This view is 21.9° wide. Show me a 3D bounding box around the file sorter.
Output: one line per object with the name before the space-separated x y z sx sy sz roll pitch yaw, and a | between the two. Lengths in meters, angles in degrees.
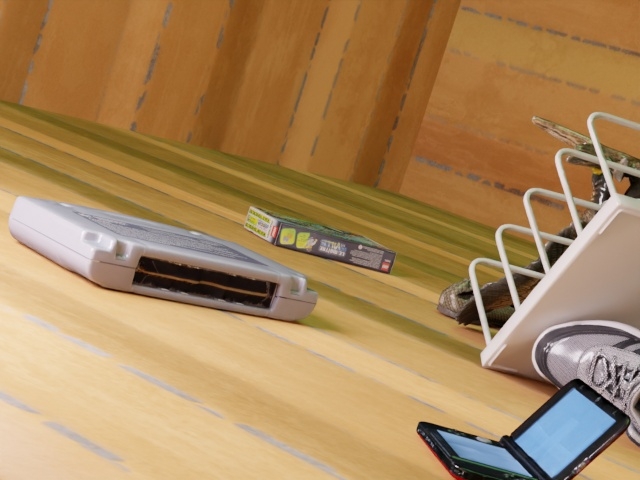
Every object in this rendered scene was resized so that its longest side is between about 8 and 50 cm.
file sorter | 0.319 0.015 1.867 0.193 0.277 0.173 15 42 -24

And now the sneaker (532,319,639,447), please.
sneaker | 0.325 0.150 1.708 0.268 0.101 0.153 22 6 29

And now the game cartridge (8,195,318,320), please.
game cartridge | -0.169 0.018 1.730 0.294 0.060 0.196 13 11 -40

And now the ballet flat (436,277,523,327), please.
ballet flat | 0.256 0.090 2.295 0.250 0.058 0.084 12 8 -44

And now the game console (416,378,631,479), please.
game console | 0.156 0.147 1.305 0.124 0.085 0.144 17 5 -11

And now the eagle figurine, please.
eagle figurine | 0.335 0.023 2.097 0.226 0.298 0.225 29 14 31

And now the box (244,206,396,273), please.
box | 0.000 0.000 2.495 0.207 0.036 0.114 15 7 -30
